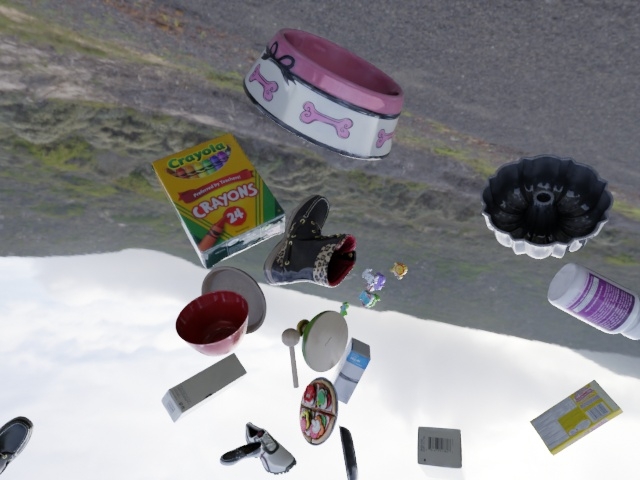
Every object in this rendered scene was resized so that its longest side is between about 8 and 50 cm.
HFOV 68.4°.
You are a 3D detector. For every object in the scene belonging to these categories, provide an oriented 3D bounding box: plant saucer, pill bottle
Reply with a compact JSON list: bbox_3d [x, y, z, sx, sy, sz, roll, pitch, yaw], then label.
[{"bbox_3d":[-0.315,0.218,1.738,0.278,0.277,0.041,11,-156,19],"label":"plant saucer"},{"bbox_3d":[0.955,0.212,1.602,0.302,0.169,0.169,28,-176,4],"label":"pill bottle"}]

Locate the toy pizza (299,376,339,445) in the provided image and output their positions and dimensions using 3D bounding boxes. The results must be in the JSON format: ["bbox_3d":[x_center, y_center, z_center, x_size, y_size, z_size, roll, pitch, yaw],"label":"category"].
[{"bbox_3d":[-0.015,0.516,1.432,0.032,0.201,0.201,20,177,-31],"label":"toy pizza"}]

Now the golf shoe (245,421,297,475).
[{"bbox_3d":[-0.204,0.791,1.791,0.273,0.120,0.105,8,-148,45],"label":"golf shoe"}]

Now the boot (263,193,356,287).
[{"bbox_3d":[0.000,0.000,1.579,0.284,0.377,0.138,4,140,43],"label":"boot"}]

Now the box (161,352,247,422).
[{"bbox_3d":[-0.396,0.502,1.622,0.275,0.113,0.094,-23,-110,-43],"label":"box"}]

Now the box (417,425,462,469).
[{"bbox_3d":[0.424,0.744,1.633,0.148,0.121,0.311,-2,147,17],"label":"box"}]

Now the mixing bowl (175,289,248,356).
[{"bbox_3d":[-0.256,0.220,1.173,0.182,0.098,0.181,-7,-143,5],"label":"mixing bowl"}]

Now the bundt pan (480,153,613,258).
[{"bbox_3d":[0.620,-0.083,1.321,0.331,0.330,0.124,12,149,26],"label":"bundt pan"}]

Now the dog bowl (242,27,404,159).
[{"bbox_3d":[0.025,-0.372,1.159,0.408,0.150,0.408,21,-149,-13],"label":"dog bowl"}]

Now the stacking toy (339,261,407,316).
[{"bbox_3d":[0.170,0.164,1.531,0.167,0.221,0.052,-6,-133,-45],"label":"stacking toy"}]

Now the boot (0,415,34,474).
[{"bbox_3d":[-0.827,0.566,1.161,0.085,0.236,0.178,44,173,-14],"label":"boot"}]

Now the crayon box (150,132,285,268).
[{"bbox_3d":[-0.244,-0.117,1.074,0.202,0.318,0.081,-27,156,-19],"label":"crayon box"}]

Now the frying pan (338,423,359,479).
[{"bbox_3d":[0.097,0.741,1.468,0.053,0.326,0.197,-10,147,-3],"label":"frying pan"}]

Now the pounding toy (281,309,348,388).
[{"bbox_3d":[-0.033,0.295,1.383,0.110,0.182,0.237,8,-160,43],"label":"pounding toy"}]

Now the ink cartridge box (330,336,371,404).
[{"bbox_3d":[0.105,0.465,1.689,0.082,0.190,0.139,27,-171,1],"label":"ink cartridge box"}]

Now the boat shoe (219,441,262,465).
[{"bbox_3d":[-0.254,0.678,1.509,0.142,0.040,0.049,-5,-150,-30],"label":"boat shoe"}]

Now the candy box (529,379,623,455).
[{"bbox_3d":[0.658,0.458,1.222,0.027,0.206,0.105,45,-167,-21],"label":"candy box"}]
